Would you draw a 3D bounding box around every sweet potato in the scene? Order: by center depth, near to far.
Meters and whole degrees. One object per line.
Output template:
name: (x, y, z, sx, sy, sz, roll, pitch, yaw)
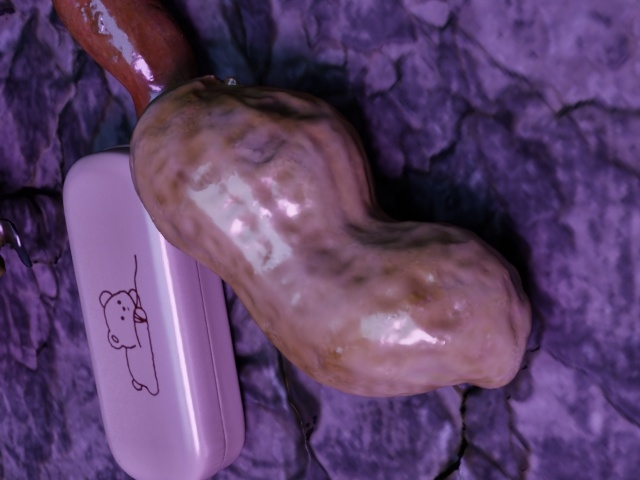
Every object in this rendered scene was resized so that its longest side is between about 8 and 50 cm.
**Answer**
sweet potato: (-0.114, -0.135, 0.759, 0.058, 0.055, 0.202, -24, 88, 51)

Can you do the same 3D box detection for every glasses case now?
glasses case: (-0.093, 0.042, 0.800, 0.083, 0.050, 0.196, -2, 102, 37)

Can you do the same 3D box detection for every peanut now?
peanut: (0.000, 0.000, 0.683, 0.229, 0.098, 0.103, 41, 146, 18)

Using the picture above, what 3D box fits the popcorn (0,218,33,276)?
popcorn: (-0.296, 0.009, 0.851, 0.225, 0.249, 0.249, -28, 85, 9)
